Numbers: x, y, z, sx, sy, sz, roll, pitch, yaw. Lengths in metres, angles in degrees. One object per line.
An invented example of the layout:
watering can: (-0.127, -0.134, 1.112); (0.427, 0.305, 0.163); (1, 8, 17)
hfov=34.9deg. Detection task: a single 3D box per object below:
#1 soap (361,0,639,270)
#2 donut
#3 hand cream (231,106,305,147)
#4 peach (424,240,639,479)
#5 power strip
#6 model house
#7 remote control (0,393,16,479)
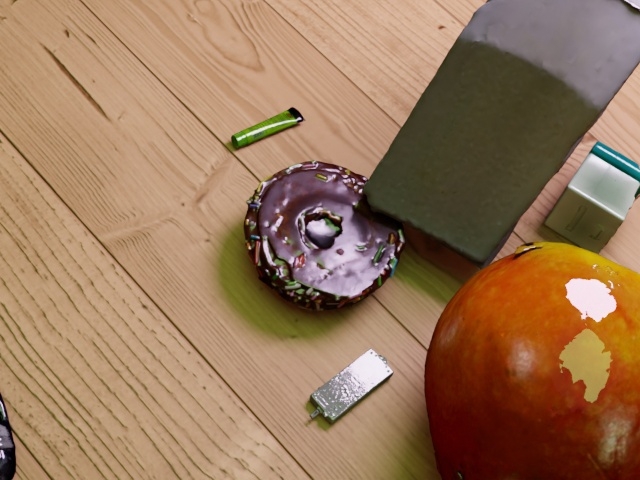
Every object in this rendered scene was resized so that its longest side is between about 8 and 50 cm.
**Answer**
soap: (0.288, -0.221, 1.396); (0.213, 0.435, 0.350); (36, 41, 7)
donut: (0.000, 0.000, 1.445); (0.235, 0.089, 0.235); (5, 59, -8)
hand cream: (-0.082, -0.175, 1.576); (0.122, 0.023, 0.036); (-28, 56, -25)
peach: (0.286, 0.192, 1.243); (0.370, 0.370, 0.370); (4, 59, -7)
power strip: (0.037, 0.199, 1.372); (0.136, 0.019, 0.051); (-36, 72, -26)
model house: (0.428, -0.076, 1.542); (0.100, 0.127, 0.149); (32, 63, 9)
remote control: (-0.447, 0.189, 1.268); (0.090, 0.066, 0.266); (-20, 64, -16)
